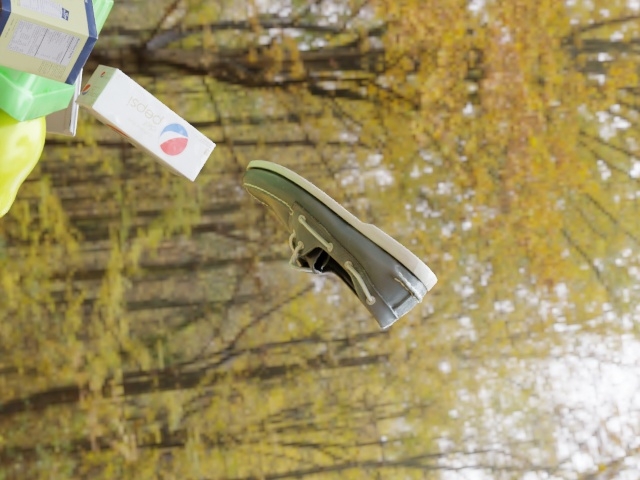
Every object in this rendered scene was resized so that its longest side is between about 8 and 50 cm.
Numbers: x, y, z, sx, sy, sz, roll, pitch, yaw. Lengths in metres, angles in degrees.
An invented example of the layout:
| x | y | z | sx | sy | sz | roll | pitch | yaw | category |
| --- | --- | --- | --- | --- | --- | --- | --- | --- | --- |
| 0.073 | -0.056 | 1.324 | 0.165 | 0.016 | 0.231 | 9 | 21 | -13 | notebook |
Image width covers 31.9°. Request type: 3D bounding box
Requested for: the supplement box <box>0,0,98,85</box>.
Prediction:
| x | y | z | sx | sy | sz | roll | pitch | yaw | category |
| --- | --- | --- | --- | --- | --- | --- | --- | --- | --- |
| -0.241 | -0.188 | 0.950 | 0.056 | 0.083 | 0.083 | -51 | -141 | 35 | supplement box |

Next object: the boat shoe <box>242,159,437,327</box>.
| x | y | z | sx | sy | sz | roll | pitch | yaw | category |
| --- | --- | --- | --- | --- | --- | --- | --- | --- | --- |
| 0.000 | 0.000 | 1.440 | 0.319 | 0.099 | 0.116 | 34 | -7 | 30 | boat shoe |

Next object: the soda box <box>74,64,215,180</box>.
| x | y | z | sx | sy | sz | roll | pitch | yaw | category |
| --- | --- | --- | --- | --- | --- | --- | --- | --- | --- |
| -0.270 | -0.181 | 1.744 | 0.069 | 0.216 | 0.074 | 21 | -103 | 52 | soda box |

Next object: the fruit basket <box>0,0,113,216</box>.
| x | y | z | sx | sy | sz | roll | pitch | yaw | category |
| --- | --- | --- | --- | --- | --- | --- | --- | --- | --- |
| -0.439 | -0.211 | 1.413 | 0.392 | 0.283 | 0.392 | -48 | -171 | 10 | fruit basket |

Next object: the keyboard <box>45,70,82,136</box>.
| x | y | z | sx | sy | sz | roll | pitch | yaw | category |
| --- | --- | --- | --- | --- | --- | --- | --- | --- | --- |
| -0.415 | -0.301 | 1.834 | 0.072 | 0.014 | 0.256 | 12 | -84 | 39 | keyboard |
